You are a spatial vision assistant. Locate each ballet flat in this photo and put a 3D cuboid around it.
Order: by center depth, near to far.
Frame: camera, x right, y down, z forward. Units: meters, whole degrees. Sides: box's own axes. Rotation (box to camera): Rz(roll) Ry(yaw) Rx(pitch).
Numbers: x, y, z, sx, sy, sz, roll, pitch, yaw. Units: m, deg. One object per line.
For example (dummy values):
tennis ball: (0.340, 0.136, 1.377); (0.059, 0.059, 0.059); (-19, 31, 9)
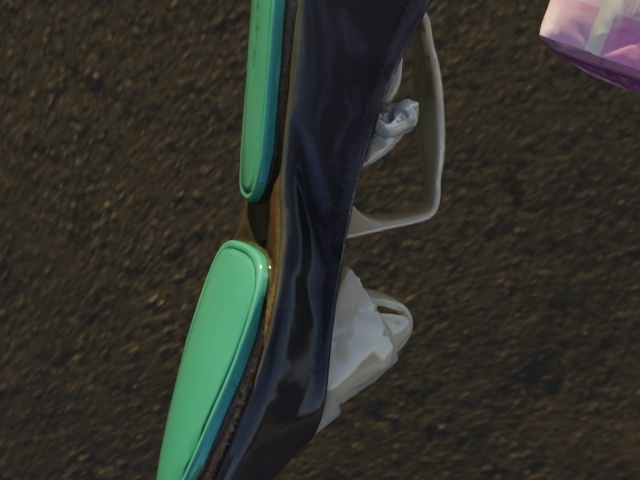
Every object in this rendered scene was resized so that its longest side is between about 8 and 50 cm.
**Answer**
ballet flat: (0.000, 0.000, 0.483); (0.074, 0.074, 0.203); (9, 97, -16)

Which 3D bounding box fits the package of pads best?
package of pads: (0.080, -0.077, 0.367); (0.032, 0.050, 0.083); (22, 94, 17)
